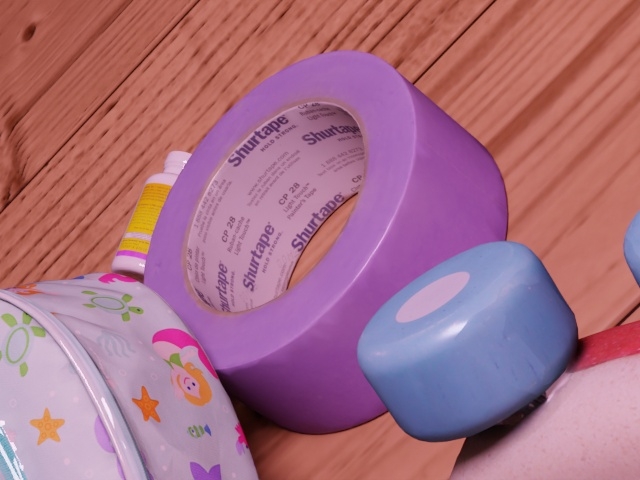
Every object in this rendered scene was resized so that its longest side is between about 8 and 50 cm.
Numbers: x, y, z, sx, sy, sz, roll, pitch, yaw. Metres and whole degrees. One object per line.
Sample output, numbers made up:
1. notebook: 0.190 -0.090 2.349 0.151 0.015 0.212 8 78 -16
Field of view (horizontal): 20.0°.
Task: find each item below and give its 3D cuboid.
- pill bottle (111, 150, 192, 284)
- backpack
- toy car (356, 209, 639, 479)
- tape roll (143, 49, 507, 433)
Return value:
1. pill bottle: -0.092 -0.011 1.093 0.043 0.043 0.083 -3 60 47
2. backpack: -0.160 0.138 0.890 0.253 0.191 0.225 -34 73 27
3. toy car: 0.171 0.049 0.671 0.210 0.219 0.238 -23 17 36
4. tape roll: 0.000 0.000 0.953 0.189 0.080 0.189 -29 42 30
